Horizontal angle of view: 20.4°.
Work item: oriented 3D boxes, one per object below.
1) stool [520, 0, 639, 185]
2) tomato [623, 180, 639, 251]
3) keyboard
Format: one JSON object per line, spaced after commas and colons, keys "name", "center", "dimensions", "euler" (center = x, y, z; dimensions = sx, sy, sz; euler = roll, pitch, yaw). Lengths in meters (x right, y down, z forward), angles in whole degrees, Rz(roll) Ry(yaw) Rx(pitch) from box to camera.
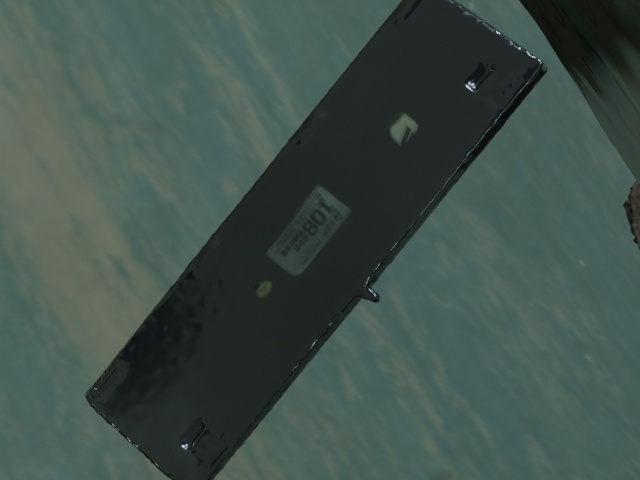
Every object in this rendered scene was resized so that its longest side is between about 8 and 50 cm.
{"name": "stool", "center": [0.176, -0.155, 0.663], "dimensions": [0.226, 0.310, 0.310], "euler": [-32, 79, 3]}
{"name": "tomato", "center": [0.296, 0.015, 1.102], "dimensions": [0.225, 0.225, 0.085], "euler": [35, 71, 25]}
{"name": "keyboard", "center": [0.000, 0.000, 1.019], "dimensions": [0.106, 0.027, 0.317], "euler": [39, 89, 20]}
